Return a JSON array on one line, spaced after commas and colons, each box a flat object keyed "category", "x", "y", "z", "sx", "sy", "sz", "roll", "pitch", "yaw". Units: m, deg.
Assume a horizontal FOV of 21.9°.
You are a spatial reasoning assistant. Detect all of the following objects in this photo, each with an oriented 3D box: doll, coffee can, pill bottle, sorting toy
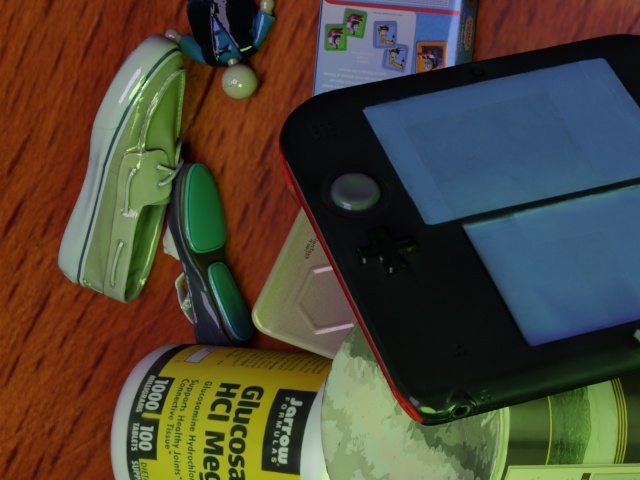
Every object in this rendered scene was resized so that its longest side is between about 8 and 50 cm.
[{"category": "doll", "x": -0.110, "y": -0.236, "z": 1.715, "sx": 0.129, "sy": 0.046, "sz": 0.189, "roll": -21, "pitch": 88, "yaw": 22}, {"category": "coffee can", "x": 0.167, "y": 0.156, "z": 1.404, "sx": 0.201, "sy": 0.275, "sz": 0.201, "roll": -7, "pitch": 81, "yaw": 46}, {"category": "pill bottle", "x": -0.023, "y": 0.201, "z": 1.605, "sx": 0.334, "sy": 0.188, "sz": 0.188, "roll": 1, "pitch": 94, "yaw": 32}, {"category": "sorting toy", "x": 0.062, "y": 0.031, "z": 1.557, "sx": 0.208, "sy": 0.038, "sz": 0.193, "roll": 19, "pitch": 76, "yaw": 25}]

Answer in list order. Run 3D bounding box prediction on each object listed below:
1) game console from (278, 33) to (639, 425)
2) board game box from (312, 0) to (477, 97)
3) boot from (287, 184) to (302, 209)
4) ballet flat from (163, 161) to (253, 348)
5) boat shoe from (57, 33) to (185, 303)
[{"category": "game console", "x": 0.186, "y": -0.027, "z": 1.331, "sx": 0.060, "sy": 0.386, "sz": 0.342, "roll": 91, "pitch": 159, "yaw": -43}, {"category": "board game box", "x": 0.069, "y": -0.166, "z": 1.611, "sx": 0.160, "sy": 0.039, "sz": 0.211, "roll": 10, "pitch": 98, "yaw": 32}, {"category": "boot", "x": 0.000, "y": 0.000, "z": 1.636, "sx": 0.084, "sy": 0.059, "sz": 0.158, "roll": -35, "pitch": 71, "yaw": -3}, {"category": "ballet flat", "x": -0.130, "y": 0.022, "z": 1.734, "sx": 0.074, "sy": 0.074, "sz": 0.203, "roll": -18, "pitch": 85, "yaw": 32}, {"category": "boat shoe", "x": -0.191, "y": -0.072, "z": 1.757, "sx": 0.094, "sy": 0.109, "sz": 0.302, "roll": 29, "pitch": 119, "yaw": 15}]
